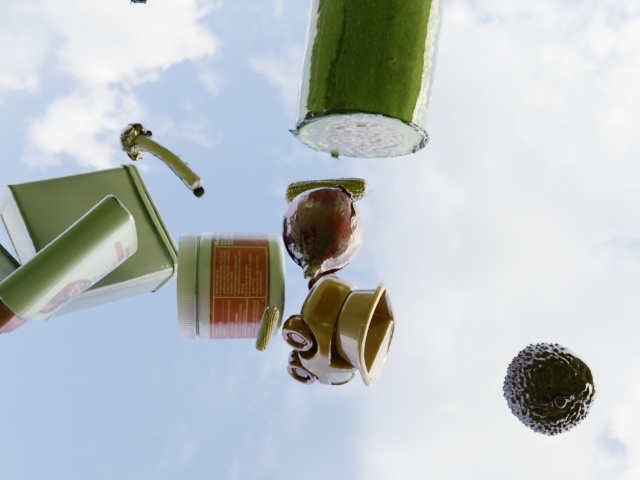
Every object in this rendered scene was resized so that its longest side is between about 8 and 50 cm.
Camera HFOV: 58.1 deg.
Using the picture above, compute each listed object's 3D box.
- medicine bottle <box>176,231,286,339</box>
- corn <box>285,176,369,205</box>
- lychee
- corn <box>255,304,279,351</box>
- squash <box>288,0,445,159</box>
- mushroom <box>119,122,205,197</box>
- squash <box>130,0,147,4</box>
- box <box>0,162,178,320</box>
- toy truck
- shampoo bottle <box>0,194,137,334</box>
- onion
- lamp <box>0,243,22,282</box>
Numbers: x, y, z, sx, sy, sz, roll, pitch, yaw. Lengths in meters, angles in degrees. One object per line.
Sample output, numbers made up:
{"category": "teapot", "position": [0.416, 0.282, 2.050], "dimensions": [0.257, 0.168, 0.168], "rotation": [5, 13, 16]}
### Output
{"category": "medicine bottle", "position": [-0.210, 0.106, 1.362], "dimensions": [0.240, 0.252, 0.253], "rotation": [1, -114, -11]}
{"category": "corn", "position": [0.015, -0.128, 1.544], "dimensions": [0.230, 0.080, 0.080], "rotation": [-3, -114, 17]}
{"category": "lychee", "position": [0.309, 0.198, 0.778], "dimensions": [0.123, 0.129, 0.124], "rotation": [-5, -104, 22]}
{"category": "corn", "position": [-0.090, 0.147, 0.977], "dimensions": [0.027, 0.028, 0.083], "rotation": [19, -84, 3]}
{"category": "squash", "position": [0.098, -0.361, 1.099], "dimensions": [0.262, 0.263, 0.385], "rotation": [7, -101, 3]}
{"category": "mushroom", "position": [-0.279, -0.139, 1.006], "dimensions": [0.187, 0.060, 0.061], "rotation": [36, -139, 10]}
{"category": "squash", "position": [-0.274, -0.536, 0.878], "dimensions": [0.087, 0.087, 0.332], "rotation": [4, -77, 1]}
{"category": "box", "position": [-0.599, -0.003, 1.508], "dimensions": [0.343, 0.177, 0.352], "rotation": [-18, -103, -46]}
{"category": "toy truck", "position": [0.042, 0.199, 1.280], "dimensions": [0.211, 0.288, 0.204], "rotation": [13, -133, 21]}
{"category": "shampoo bottle", "position": [-0.383, 0.061, 0.798], "dimensions": [0.071, 0.153, 0.284], "rotation": [45, -113, 1]}
{"category": "onion", "position": [0.000, 0.000, 1.041], "dimensions": [0.159, 0.160, 0.195], "rotation": [8, -135, 3]}
{"category": "lamp", "position": [-0.748, 0.025, 1.229], "dimensions": [0.047, 0.266, 0.269], "rotation": [-44, -90, -2]}
